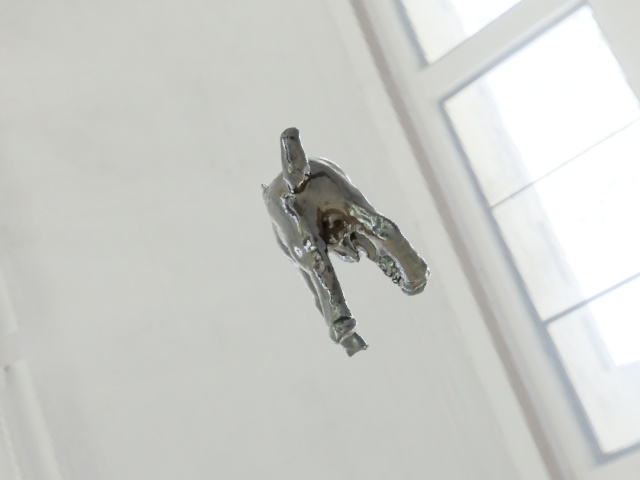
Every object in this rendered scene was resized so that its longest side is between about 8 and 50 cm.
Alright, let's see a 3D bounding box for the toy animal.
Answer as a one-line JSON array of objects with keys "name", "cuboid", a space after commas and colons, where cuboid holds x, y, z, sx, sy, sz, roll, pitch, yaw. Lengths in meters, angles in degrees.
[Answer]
[{"name": "toy animal", "cuboid": [0.000, 0.000, 0.747, 0.148, 0.084, 0.232, 47, 177, 11]}]
